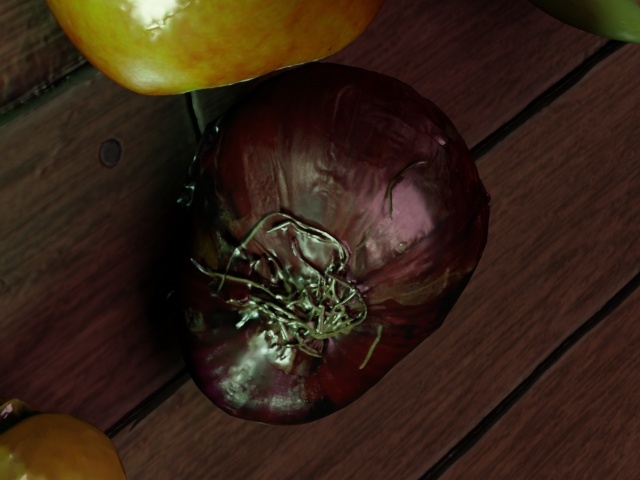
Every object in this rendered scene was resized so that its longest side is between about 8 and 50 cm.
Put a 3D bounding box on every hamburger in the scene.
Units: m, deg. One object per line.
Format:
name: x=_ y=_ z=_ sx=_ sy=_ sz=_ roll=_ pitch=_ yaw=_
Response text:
hamburger: x=-0.204 y=0.182 z=1.133 sx=0.162 sy=0.115 sz=0.162 roll=-16 pitch=111 yaw=-48

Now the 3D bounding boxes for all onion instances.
onion: x=-0.001 y=0.008 z=1.252 sx=0.221 sy=0.281 sz=0.281 roll=21 pitch=83 yaw=-6

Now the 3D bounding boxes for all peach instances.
peach: x=-0.070 y=-0.242 z=1.121 sx=0.248 sy=0.245 sz=0.274 roll=-58 pitch=134 yaw=-63

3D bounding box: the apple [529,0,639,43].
apple: x=0.247 y=-0.323 z=1.422 sx=0.258 sy=0.233 sz=0.295 roll=14 pitch=101 yaw=-37
